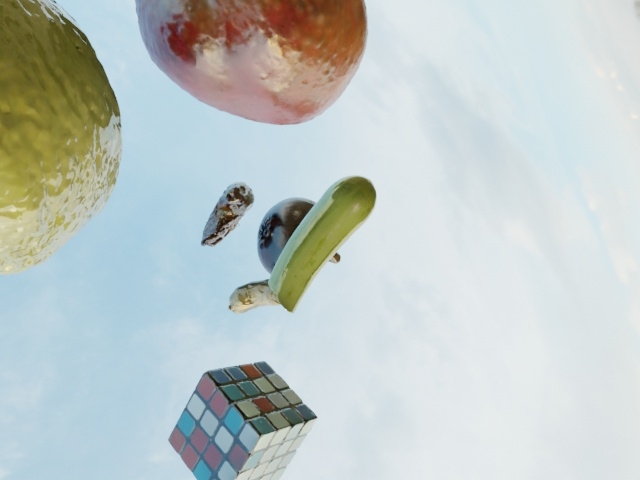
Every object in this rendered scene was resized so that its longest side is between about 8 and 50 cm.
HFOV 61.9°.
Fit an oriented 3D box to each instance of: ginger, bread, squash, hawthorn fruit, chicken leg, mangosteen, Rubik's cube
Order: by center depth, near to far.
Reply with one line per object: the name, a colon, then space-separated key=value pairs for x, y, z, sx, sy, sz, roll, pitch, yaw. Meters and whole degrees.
bread: x=-0.351 y=-0.116 z=0.486 sx=0.320 sy=0.320 sz=0.237 roll=57 pitch=-145 yaw=-7
hawthorn fruit: x=-0.075 y=-0.272 z=0.711 sx=0.330 sy=0.287 sz=0.287 roll=52 pitch=-151 yaw=-61
squash: x=0.000 y=0.000 z=0.857 sx=0.083 sy=0.250 sz=0.083 roll=37 pitch=-177 yaw=-2
Rubik's cube: x=-0.128 y=0.315 z=0.896 sx=0.151 sy=0.155 sz=0.154 roll=37 pitch=-163 yaw=31
ginger: x=-0.152 y=0.141 z=1.372 sx=0.095 sy=0.190 sz=0.069 roll=-87 pitch=-23 yaw=-46
chicken leg: x=-0.249 y=-0.071 z=1.408 sx=0.083 sy=0.322 sz=0.177 roll=38 pitch=-137 yaw=-5
mangosteen: x=-0.042 y=0.008 z=1.480 sx=0.261 sy=0.235 sz=0.236 roll=20 pitch=-126 yaw=-28
